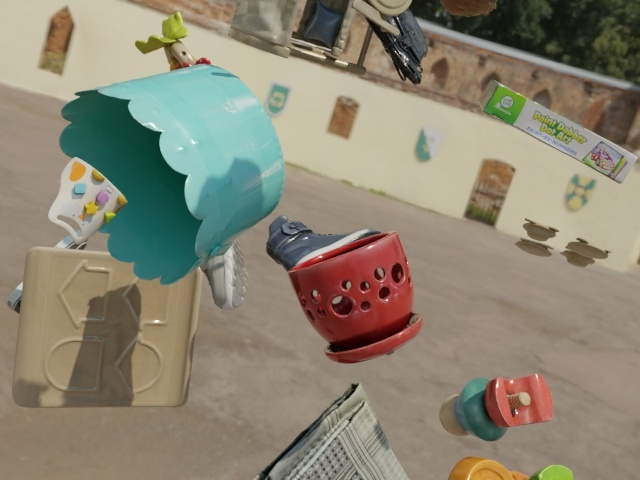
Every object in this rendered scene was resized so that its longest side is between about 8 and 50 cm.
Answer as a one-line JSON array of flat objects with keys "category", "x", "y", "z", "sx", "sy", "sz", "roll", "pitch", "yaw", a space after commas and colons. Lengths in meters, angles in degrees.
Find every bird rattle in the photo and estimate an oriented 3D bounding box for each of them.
[{"category": "bird rattle", "x": -0.346, "y": -0.463, "z": 1.922, "sx": 0.253, "sy": 0.143, "sz": 0.207, "roll": 44, "pitch": -11, "yaw": 4}]

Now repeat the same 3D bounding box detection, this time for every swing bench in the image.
[{"category": "swing bench", "x": -0.017, "y": -0.481, "z": 1.411, "sx": 0.255, "sy": 0.253, "sz": 0.165, "roll": 5, "pitch": 23, "yaw": -30}]

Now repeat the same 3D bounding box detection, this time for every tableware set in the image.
[{"category": "tableware set", "x": 0.038, "y": -0.355, "z": 0.940, "sx": 0.194, "sy": 0.128, "sz": 0.039, "roll": 25, "pitch": -14, "yaw": -30}, {"category": "tableware set", "x": 0.400, "y": 0.010, "z": 1.221, "sx": 0.141, "sy": 0.020, "sz": 0.168, "roll": 19, "pitch": -11, "yaw": 13}]

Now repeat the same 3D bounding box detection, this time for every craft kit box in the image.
[{"category": "craft kit box", "x": 0.395, "y": -0.195, "z": 1.256, "sx": 0.247, "sy": 0.060, "sz": 0.250, "roll": 31, "pitch": 17, "yaw": 1}]

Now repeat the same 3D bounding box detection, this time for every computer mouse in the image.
[{"category": "computer mouse", "x": 0.144, "y": -0.394, "z": 1.428, "sx": 0.072, "sy": 0.188, "sz": 0.272, "roll": -26, "pitch": 11, "yaw": 23}]

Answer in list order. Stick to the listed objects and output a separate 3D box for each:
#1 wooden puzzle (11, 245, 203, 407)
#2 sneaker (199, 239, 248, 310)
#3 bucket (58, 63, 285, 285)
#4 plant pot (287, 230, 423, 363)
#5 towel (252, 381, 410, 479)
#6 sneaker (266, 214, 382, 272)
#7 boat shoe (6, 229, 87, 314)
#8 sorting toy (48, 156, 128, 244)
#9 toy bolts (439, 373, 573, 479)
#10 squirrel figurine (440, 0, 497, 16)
[{"category": "wooden puzzle", "x": -0.436, "y": 0.182, "z": 1.511, "sx": 0.348, "sy": 0.321, "sz": 0.080, "roll": 6, "pitch": 4, "yaw": -20}, {"category": "sneaker", "x": -0.204, "y": 0.005, "z": 1.269, "sx": 0.105, "sy": 0.115, "sz": 0.281, "roll": 70, "pitch": 0, "yaw": -59}, {"category": "bucket", "x": -0.196, "y": -0.097, "z": 0.990, "sx": 0.281, "sy": 0.281, "sz": 0.183, "roll": 23, "pitch": 39, "yaw": 34}, {"category": "plant pot", "x": 0.063, "y": 0.094, "z": 1.183, "sx": 0.191, "sy": 0.174, "sz": 0.191, "roll": -20, "pitch": 5, "yaw": 2}, {"category": "towel", "x": 0.031, "y": 0.476, "z": 1.377, "sx": 0.056, "sy": 0.312, "sz": 0.324, "roll": 15, "pitch": -41, "yaw": 52}, {"category": "sneaker", "x": 0.000, "y": -0.001, "z": 1.429, "sx": 0.226, "sy": 0.086, "sz": 0.163, "roll": -18, "pitch": 39, "yaw": -36}, {"category": "boat shoe", "x": -0.560, "y": 0.074, "z": 1.549, "sx": 0.070, "sy": 0.219, "sz": 0.078, "roll": 36, "pitch": -21, "yaw": 3}, {"category": "sorting toy", "x": -0.266, "y": -0.037, "z": 0.828, "sx": 0.045, "sy": 0.075, "sz": 0.083, "roll": 19, "pitch": -24, "yaw": 46}, {"category": "toy bolts", "x": 0.211, "y": 0.296, "z": 0.974, "sx": 0.218, "sy": 0.228, "sz": 0.158, "roll": 9, "pitch": -25, "yaw": -30}, {"category": "squirrel figurine", "x": 0.321, "y": -0.696, "z": 1.570, "sx": 0.397, "sy": 0.370, "sz": 0.281, "roll": 39, "pitch": -20, "yaw": 5}]
